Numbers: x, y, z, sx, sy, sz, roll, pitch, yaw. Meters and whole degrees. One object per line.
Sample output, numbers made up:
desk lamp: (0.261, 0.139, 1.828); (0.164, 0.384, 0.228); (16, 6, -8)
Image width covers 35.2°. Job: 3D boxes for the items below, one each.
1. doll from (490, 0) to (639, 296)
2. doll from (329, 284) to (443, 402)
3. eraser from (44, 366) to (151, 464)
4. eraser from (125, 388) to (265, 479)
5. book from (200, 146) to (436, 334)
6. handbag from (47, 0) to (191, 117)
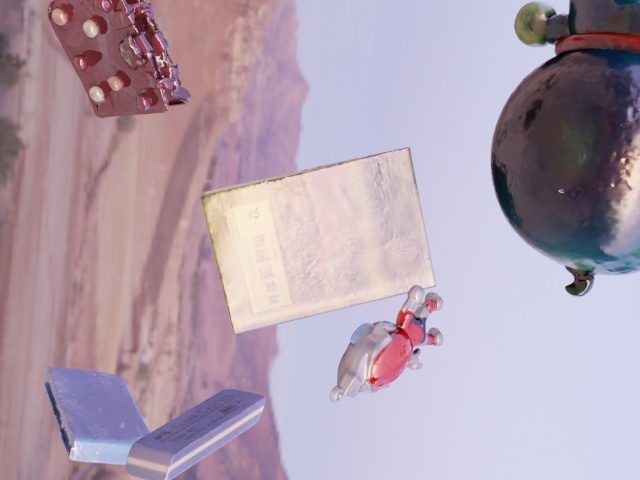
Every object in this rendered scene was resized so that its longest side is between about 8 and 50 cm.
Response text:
doll: (0.252, -0.109, 0.866); (0.186, 0.199, 0.321); (11, 86, -59)
doll: (0.040, 0.069, 0.643); (0.114, 0.039, 0.057); (-29, 156, -41)
eraser: (-0.384, 0.295, 1.735); (0.312, 0.144, 0.042); (36, -67, 63)
eraser: (-0.173, 0.272, 1.427); (0.225, 0.082, 0.036); (-25, 114, -50)
book: (0.000, 0.000, 1.078); (0.024, 0.228, 0.160); (-121, -161, -75)
handbag: (-0.305, -0.283, 1.512); (0.216, 0.074, 0.203); (6, -55, 49)
